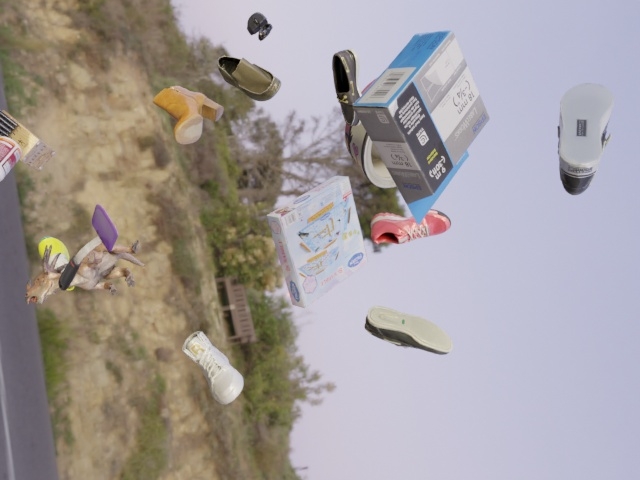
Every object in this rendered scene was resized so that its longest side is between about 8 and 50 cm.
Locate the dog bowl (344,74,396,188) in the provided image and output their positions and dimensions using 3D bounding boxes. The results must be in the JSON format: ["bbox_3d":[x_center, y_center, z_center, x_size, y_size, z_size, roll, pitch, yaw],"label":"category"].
[{"bbox_3d":[0.255,-0.389,2.268,0.150,0.408,0.408,42,-36,35],"label":"dog bowl"}]

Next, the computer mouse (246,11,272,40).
[{"bbox_3d":[-0.187,-0.646,2.008,0.041,0.071,0.242,48,7,-28],"label":"computer mouse"}]

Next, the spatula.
[{"bbox_3d":[-0.495,0.027,1.401,0.296,0.030,0.084,-41,-102,36],"label":"spatula"}]

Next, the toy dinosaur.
[{"bbox_3d":[-0.577,0.058,1.664,0.296,0.200,0.127,-31,123,-59],"label":"toy dinosaur"}]

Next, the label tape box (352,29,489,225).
[{"bbox_3d":[0.236,-0.221,1.379,0.106,0.240,0.333,12,-34,47],"label":"label tape box"}]

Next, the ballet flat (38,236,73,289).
[{"bbox_3d":[-0.804,0.078,2.067,0.077,0.077,0.231,50,-25,27],"label":"ballet flat"}]

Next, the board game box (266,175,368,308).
[{"bbox_3d":[0.000,0.000,2.124,0.066,0.319,0.318,10,-58,45],"label":"board game box"}]

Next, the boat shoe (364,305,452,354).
[{"bbox_3d":[0.227,0.242,1.735,0.084,0.233,0.079,-65,172,-45],"label":"boat shoe"}]

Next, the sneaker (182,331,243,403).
[{"bbox_3d":[-0.338,0.373,2.007,0.169,0.108,0.292,49,-9,-24],"label":"sneaker"}]

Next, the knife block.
[{"bbox_3d":[-0.981,-0.345,2.094,0.242,0.088,0.276,40,-7,-2],"label":"knife block"}]

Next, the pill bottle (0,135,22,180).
[{"bbox_3d":[-0.915,-0.218,1.879,0.152,0.086,0.086,-75,173,-46],"label":"pill bottle"}]

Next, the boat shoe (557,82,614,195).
[{"bbox_3d":[0.569,-0.222,1.446,0.105,0.113,0.306,78,23,-46],"label":"boat shoe"}]

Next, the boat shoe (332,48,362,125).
[{"bbox_3d":[0.074,-0.444,1.969,0.081,0.069,0.227,18,-57,47],"label":"boat shoe"}]

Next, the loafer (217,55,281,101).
[{"bbox_3d":[-0.226,-0.496,2.027,0.251,0.094,0.087,26,-6,32],"label":"loafer"}]

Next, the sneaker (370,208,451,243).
[{"bbox_3d":[0.340,-0.031,2.552,0.136,0.314,0.116,-72,152,-49],"label":"sneaker"}]

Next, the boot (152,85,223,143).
[{"bbox_3d":[-0.488,-0.435,2.286,0.295,0.211,0.104,-52,162,-52],"label":"boot"}]
